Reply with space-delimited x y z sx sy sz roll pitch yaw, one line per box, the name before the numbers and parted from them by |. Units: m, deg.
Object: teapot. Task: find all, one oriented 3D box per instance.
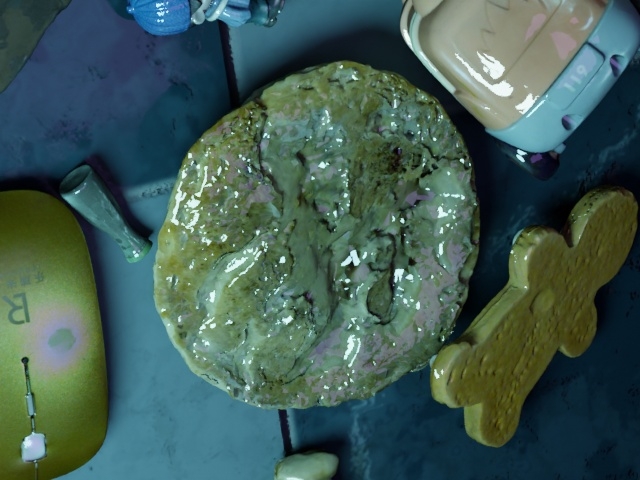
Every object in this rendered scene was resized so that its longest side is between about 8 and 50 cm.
teapot | -0.203 -0.022 1.323 0.043 0.043 0.111 -44 123 -6

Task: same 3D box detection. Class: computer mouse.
computer mouse | -0.289 0.104 1.308 0.158 0.072 0.310 -11 113 -21

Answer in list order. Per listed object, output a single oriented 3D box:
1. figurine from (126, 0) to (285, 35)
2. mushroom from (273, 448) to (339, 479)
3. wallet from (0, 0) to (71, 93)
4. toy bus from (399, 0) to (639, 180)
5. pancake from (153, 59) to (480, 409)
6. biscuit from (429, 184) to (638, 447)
figurine | -0.111 -0.231 1.281 0.149 0.086 0.087 4 130 -39
mushroom | -0.048 0.395 1.521 0.109 0.097 0.351 13 98 -32
wallet | -0.262 -0.281 1.191 0.165 0.042 0.309 34 96 -32
toy bus | 0.180 -0.205 1.326 0.232 0.288 0.194 33 103 -12
pancake | 0.001 0.001 1.407 0.387 0.082 0.387 -11 116 -24
biscuit | 0.248 0.072 1.554 0.340 0.047 0.216 -53 139 -13
